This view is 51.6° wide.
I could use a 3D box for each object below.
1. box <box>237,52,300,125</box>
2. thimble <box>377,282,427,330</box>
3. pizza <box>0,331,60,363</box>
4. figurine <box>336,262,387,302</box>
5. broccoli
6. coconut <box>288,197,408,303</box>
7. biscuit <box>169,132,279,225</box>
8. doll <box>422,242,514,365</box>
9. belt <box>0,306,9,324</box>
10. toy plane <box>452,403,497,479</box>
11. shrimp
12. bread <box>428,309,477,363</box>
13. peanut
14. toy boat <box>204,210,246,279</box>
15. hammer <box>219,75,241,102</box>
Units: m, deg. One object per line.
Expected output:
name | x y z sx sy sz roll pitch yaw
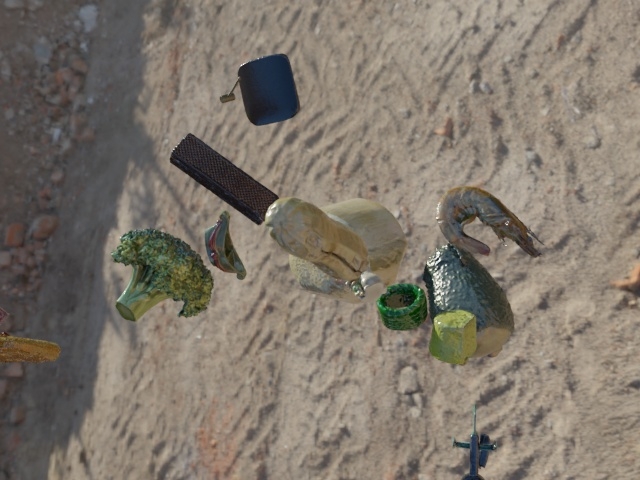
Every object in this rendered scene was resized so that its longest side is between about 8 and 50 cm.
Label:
box | -0.156 -0.450 1.985 0.212 0.042 0.201 -8 96 37
thimble | 0.214 0.176 1.741 0.130 0.090 0.118 7 46 26
pizza | -0.736 0.244 1.535 0.127 0.246 0.058 87 -175 -63
figurine | 0.093 0.083 1.646 0.081 0.098 0.146 -57 46 19
broccoli | -0.427 0.089 1.789 0.288 0.260 0.235 30 119 9
coconut | 0.110 0.042 2.252 0.415 0.415 0.345 29 120 52
biscuit | -0.315 -0.199 2.188 0.107 0.388 0.073 -55 1 -30
doll | 0.420 0.182 1.953 0.247 0.247 0.350 -42 56 37
belt | -0.721 0.212 1.365 0.071 0.053 0.232 -41 19 27
toy plane | 0.323 0.545 1.411 0.106 0.155 0.382 1 83 9
shrimp | 0.232 -0.017 0.928 0.162 0.095 0.045 42 151 25
bread | 0.333 0.242 1.670 0.111 0.129 0.114 13 114 26
peanut | 0.000 0.000 1.505 0.130 0.290 0.130 -31 44 35
toy boat | -0.229 0.015 1.571 0.089 0.071 0.185 -76 -23 -59
hammer | -0.212 -0.366 1.604 0.019 0.035 0.110 64 150 4
